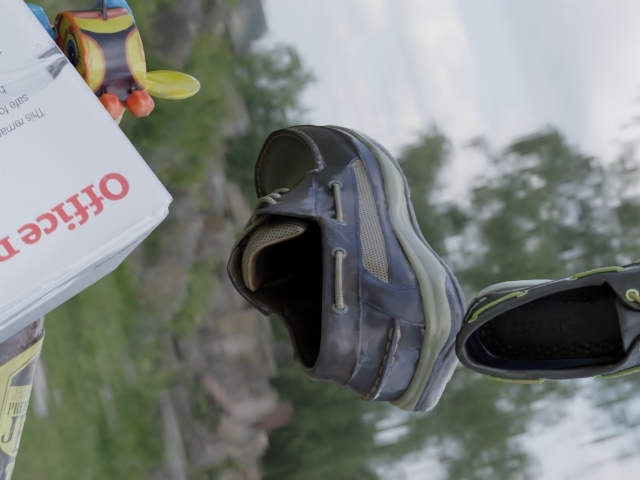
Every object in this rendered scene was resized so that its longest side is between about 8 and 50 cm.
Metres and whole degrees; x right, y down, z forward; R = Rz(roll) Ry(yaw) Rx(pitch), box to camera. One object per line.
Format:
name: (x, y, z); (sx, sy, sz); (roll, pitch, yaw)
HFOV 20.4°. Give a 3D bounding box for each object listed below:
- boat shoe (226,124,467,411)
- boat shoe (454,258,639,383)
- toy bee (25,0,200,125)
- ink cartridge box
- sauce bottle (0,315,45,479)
boat shoe: (0.000, 0.000, 1.416); (0.355, 0.130, 0.132); (56, -48, 56)
boat shoe: (0.203, 0.055, 1.198); (0.069, 0.228, 0.081); (-42, 119, -69)
toy bee: (-0.199, -0.135, 1.447); (0.298, 0.195, 0.162); (82, -14, -58)
ink cartridge box: (-0.249, -0.062, 1.011); (0.273, 0.198, 0.115); (53, -33, 4)
sauce bottle: (-0.239, 0.087, 1.149); (0.111, 0.111, 0.344); (-113, -143, -83)
